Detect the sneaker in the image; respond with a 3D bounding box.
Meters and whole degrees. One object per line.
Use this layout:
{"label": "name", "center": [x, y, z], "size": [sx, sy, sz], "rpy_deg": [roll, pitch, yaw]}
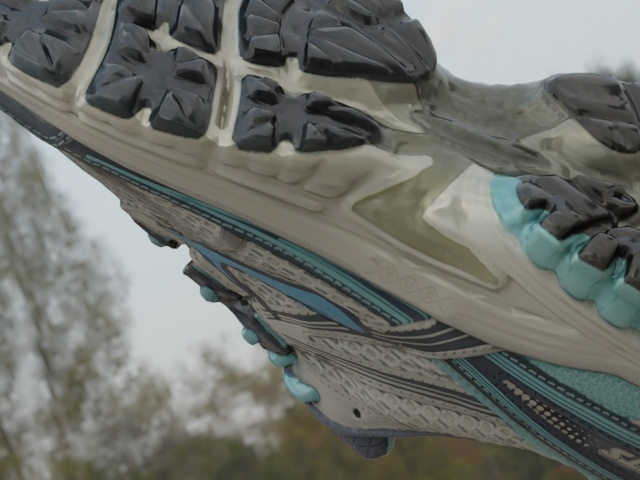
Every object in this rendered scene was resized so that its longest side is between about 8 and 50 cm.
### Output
{"label": "sneaker", "center": [0.000, 0.000, 0.545], "size": [0.110, 0.283, 0.122], "rpy_deg": [-51, -17, -50]}
